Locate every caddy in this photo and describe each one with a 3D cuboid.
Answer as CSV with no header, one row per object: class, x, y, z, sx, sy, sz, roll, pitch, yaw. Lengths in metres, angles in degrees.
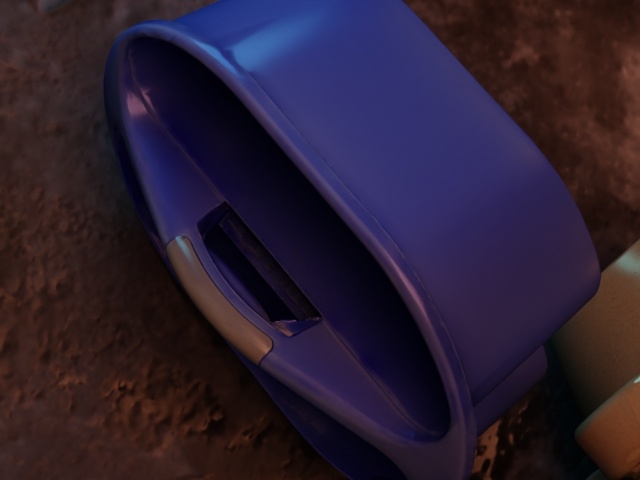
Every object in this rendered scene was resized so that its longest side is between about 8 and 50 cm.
caddy,0.000,0.000,1.100,0.179,0.241,0.341,-31,69,-27

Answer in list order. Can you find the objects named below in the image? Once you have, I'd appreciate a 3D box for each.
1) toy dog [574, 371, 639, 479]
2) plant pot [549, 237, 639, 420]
toy dog,0.160,0.205,1.059,0.161,0.333,0.220,-30,56,-23
plant pot,0.286,0.121,1.197,0.256,0.256,0.274,-38,76,-20
